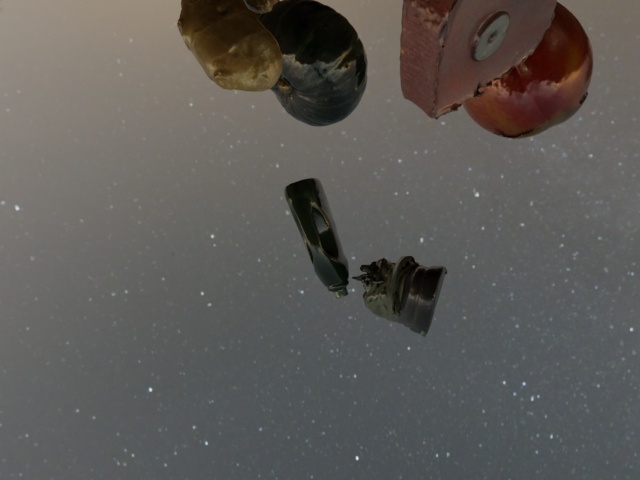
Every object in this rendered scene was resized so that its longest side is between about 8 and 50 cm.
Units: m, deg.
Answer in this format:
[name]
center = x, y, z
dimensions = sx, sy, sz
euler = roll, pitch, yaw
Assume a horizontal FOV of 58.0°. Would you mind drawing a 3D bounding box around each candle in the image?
[candle]
center = 0.235, -0.346, 0.949
dimensions = 0.317, 0.287, 0.131
euler = -1, -143, -51

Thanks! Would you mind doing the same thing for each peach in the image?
[peach]
center = 0.515, -0.456, 1.500
dimensions = 0.370, 0.370, 0.370
euler = -6, -148, 4

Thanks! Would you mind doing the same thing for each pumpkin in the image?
[pumpkin]
center = -0.020, -0.409, 1.334
dimensions = 0.300, 0.300, 0.207
euler = 22, -117, 39

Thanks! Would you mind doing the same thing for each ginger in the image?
[ginger]
center = -0.130, -0.408, 0.841
dimensions = 0.348, 0.122, 0.363
euler = 36, -108, 0

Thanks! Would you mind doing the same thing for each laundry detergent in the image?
[laundry detergent]
center = 0.000, 0.000, 0.990
dimensions = 0.063, 0.211, 0.137
euler = -19, 179, 9

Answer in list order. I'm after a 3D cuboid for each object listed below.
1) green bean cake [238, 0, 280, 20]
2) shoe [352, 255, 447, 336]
[green bean cake]
center = -0.247, -0.707, 1.672
dimensions = 0.229, 0.224, 0.131
euler = -12, 173, -16
[shoe]
center = 0.120, 0.083, 0.958
dimensions = 0.149, 0.293, 0.109
euler = 21, -99, 11
